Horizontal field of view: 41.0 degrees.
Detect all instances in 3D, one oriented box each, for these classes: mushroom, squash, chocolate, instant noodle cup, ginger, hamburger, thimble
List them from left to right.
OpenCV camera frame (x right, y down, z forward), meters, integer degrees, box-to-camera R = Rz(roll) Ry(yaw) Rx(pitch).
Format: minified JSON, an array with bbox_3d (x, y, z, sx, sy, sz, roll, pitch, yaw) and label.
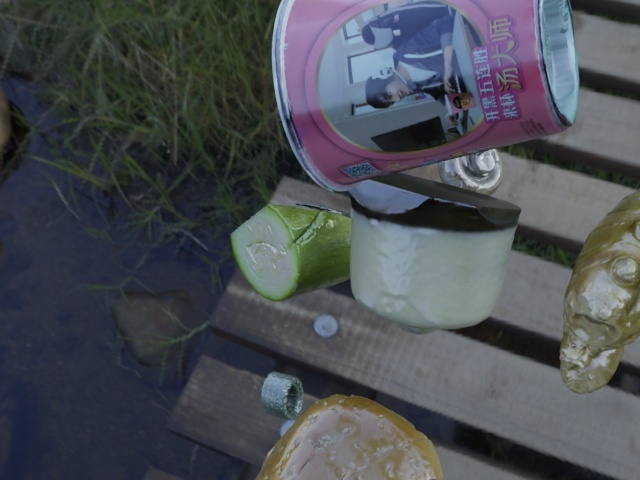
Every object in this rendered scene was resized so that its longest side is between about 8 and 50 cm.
[{"bbox_3d":[-0.077,0.323,1.772,0.062,0.110,0.084,12,57,26],"label":"thimble"},{"bbox_3d":[0.000,0.000,1.927,0.309,0.233,0.210,-23,82,-39],"label":"squash"},{"bbox_3d":[0.031,0.367,1.238,0.259,0.144,0.283,26,70,25],"label":"hamburger"},{"bbox_3d":[0.192,0.036,1.592,0.314,0.326,0.297,17,97,43],"label":"chocolate"},{"bbox_3d":[0.116,-0.172,0.858,0.255,0.244,0.244,-4,65,27],"label":"instant noodle cup"},{"bbox_3d":[0.362,-0.176,2.053,0.166,0.127,0.166,2,82,-15],"label":"mushroom"},{"bbox_3d":[0.244,0.021,0.686,0.081,0.115,0.205,15,69,48],"label":"ginger"}]
